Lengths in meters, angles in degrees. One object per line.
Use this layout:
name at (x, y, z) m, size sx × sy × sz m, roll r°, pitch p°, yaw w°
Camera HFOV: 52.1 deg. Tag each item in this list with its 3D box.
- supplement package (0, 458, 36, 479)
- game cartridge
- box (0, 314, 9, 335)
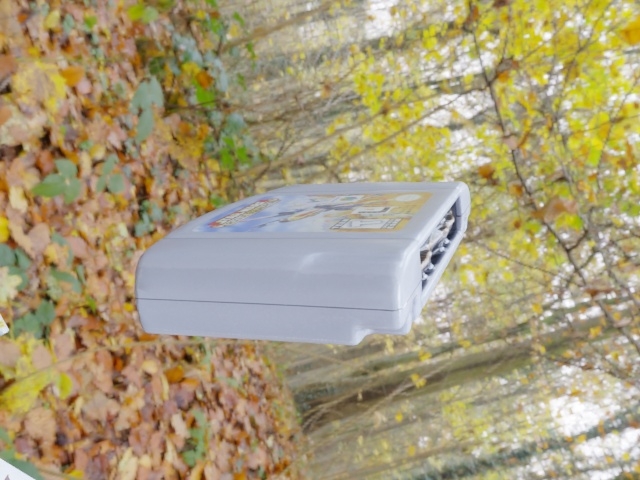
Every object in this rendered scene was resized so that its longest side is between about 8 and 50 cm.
supplement package at (-0.317, 0.219, 0.414) m, size 0.134 × 0.244 × 0.139 m, roll 39°, pitch 31°, yaw -15°
game cartridge at (0.000, 0.000, 0.512) m, size 0.297 × 0.198 × 0.062 m, roll -38°, pitch 129°, yaw -66°
box at (-0.437, 0.011, 0.720) m, size 0.244 × 0.060 × 0.100 m, roll 62°, pitch -19°, yaw -3°
